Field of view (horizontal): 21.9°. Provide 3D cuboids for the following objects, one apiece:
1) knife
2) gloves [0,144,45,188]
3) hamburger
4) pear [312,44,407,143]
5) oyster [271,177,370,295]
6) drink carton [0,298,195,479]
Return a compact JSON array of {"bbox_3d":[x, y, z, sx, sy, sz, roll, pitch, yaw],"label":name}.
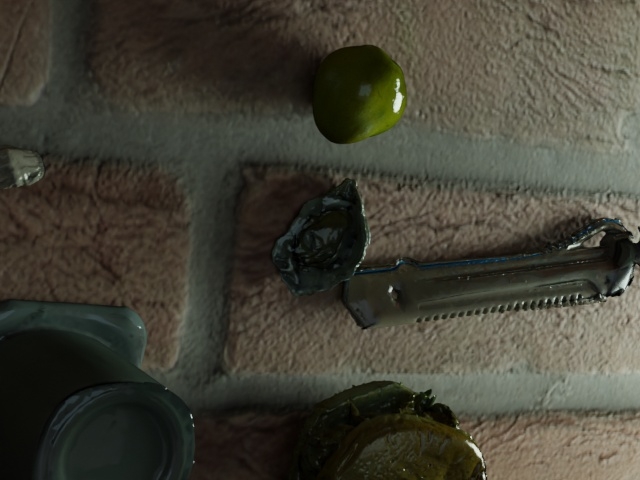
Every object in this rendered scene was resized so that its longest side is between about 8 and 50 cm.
[{"bbox_3d":[0.180,0.038,1.699,0.365,0.043,0.089,-8,72,-26],"label":"knife"},{"bbox_3d":[-0.268,-0.065,1.420,0.081,0.037,0.044,-17,73,-21],"label":"gloves"},{"bbox_3d":[0.059,0.251,1.628,0.189,0.122,0.215,-15,112,-20],"label":"hamburger"},{"bbox_3d":[0.032,-0.137,1.549,0.097,0.092,0.092,-45,120,4],"label":"pear"},{"bbox_3d":[0.000,-0.001,1.594,0.100,0.037,0.098,-18,91,-5],"label":"oyster"},{"bbox_3d":[-0.214,0.167,1.415,0.191,0.189,0.185,7,102,-31],"label":"drink carton"}]
